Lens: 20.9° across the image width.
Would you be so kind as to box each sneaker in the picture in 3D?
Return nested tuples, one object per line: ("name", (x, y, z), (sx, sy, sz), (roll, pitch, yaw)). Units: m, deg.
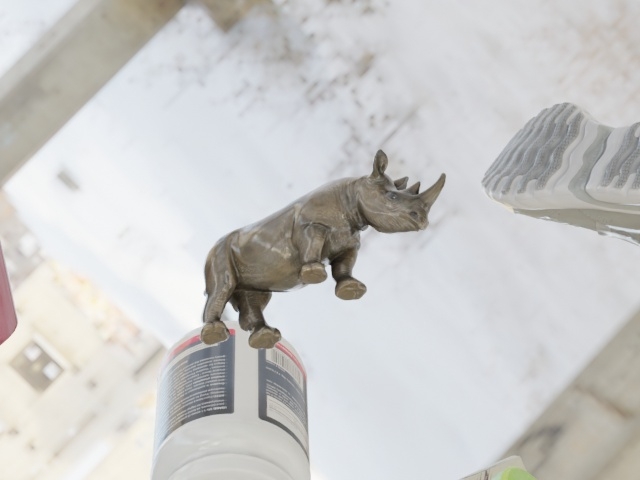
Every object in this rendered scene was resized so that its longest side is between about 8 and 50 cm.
("sneaker", (0.231, -0.034, 1.389), (0.115, 0.105, 0.281), (44, 168, -26))

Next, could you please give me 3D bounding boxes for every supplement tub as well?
("supplement tub", (-0.108, 0.245, 2.097), (0.191, 0.191, 0.272), (48, -158, -28))

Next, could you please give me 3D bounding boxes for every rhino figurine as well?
("rhino figurine", (0.000, 0.000, 1.463), (0.073, 0.243, 0.106), (43, -155, -42))

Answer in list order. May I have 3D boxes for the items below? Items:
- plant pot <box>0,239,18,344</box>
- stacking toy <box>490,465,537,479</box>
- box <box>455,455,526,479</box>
("plant pot", (-0.386, 0.026, 1.678), (0.180, 0.201, 0.201), (68, 166, -20))
("stacking toy", (0.195, 0.367, 1.508), (0.309, 0.130, 0.279), (41, -155, -38))
("box", (0.211, 0.384, 1.882), (0.113, 0.094, 0.275), (-40, 71, 54))
